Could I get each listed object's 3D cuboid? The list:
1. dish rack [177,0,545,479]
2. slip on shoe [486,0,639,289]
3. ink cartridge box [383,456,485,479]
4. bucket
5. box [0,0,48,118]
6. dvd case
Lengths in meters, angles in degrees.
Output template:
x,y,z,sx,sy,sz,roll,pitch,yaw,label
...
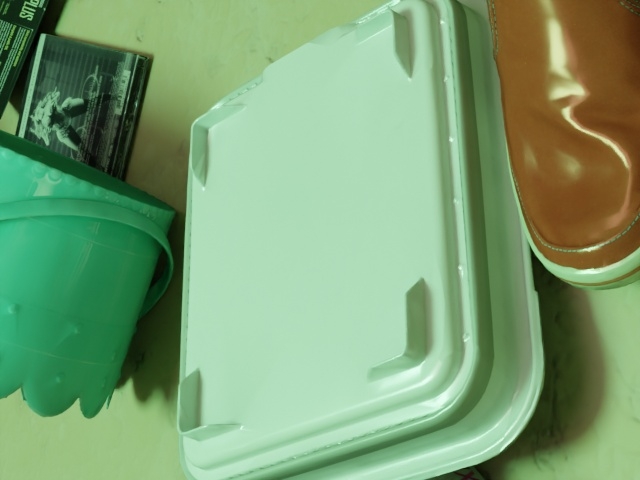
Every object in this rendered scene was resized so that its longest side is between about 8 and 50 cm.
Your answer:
x,y,z,sx,sy,sz,roll,pitch,yaw,label
0.000,0.000,0.836,0.285,0.072,0.333,-25,53,38,dish rack
0.138,-0.135,0.724,0.123,0.101,0.331,-12,74,40,slip on shoe
0.014,0.267,0.831,0.186,0.065,0.311,47,120,45,ink cartridge box
-0.263,0.012,1.061,0.281,0.281,0.183,26,94,50,bucket
-0.370,-0.240,1.327,0.180,0.147,0.077,-63,23,22,box
-0.245,-0.114,1.260,0.221,0.018,0.165,20,99,51,dvd case
